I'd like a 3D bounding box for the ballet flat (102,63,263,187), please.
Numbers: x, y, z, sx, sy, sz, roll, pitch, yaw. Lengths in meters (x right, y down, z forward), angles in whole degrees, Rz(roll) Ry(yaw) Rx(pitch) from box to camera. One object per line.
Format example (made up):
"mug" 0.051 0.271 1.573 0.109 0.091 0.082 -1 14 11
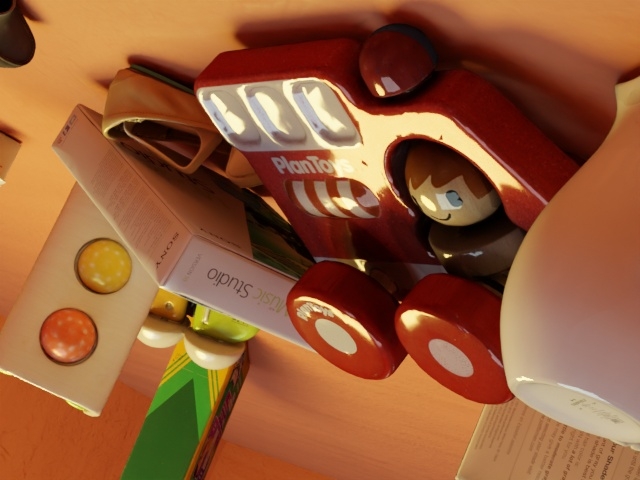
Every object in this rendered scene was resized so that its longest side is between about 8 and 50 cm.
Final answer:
"ballet flat" -0.081 -0.082 1.133 0.232 0.073 0.080 19 166 19

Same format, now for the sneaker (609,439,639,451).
"sneaker" 0.365 0.153 1.268 0.279 0.107 0.118 24 148 -11

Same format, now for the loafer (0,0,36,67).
"loafer" -0.276 -0.190 1.090 0.061 0.062 0.170 12 163 25

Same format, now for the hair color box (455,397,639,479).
"hair color box" 0.341 0.257 1.464 0.347 0.173 0.105 20 166 16

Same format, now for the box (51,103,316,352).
"box" -0.090 -0.006 1.191 0.232 0.058 0.322 26 -169 -35

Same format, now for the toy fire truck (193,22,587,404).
"toy fire truck" 0.060 -0.036 0.943 0.302 0.169 0.254 4 137 52

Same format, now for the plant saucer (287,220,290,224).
"plant saucer" 0.000 0.000 1.412 0.083 0.015 0.083 23 166 6

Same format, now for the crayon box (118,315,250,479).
"crayon box" -0.224 0.307 2.263 0.106 0.313 0.363 20 165 3

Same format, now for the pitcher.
"pitcher" 0.182 -0.004 0.725 0.126 0.207 0.178 23 164 2

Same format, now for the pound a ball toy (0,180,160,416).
"pound a ball toy" -0.272 0.035 1.362 0.208 0.319 0.136 27 165 -11

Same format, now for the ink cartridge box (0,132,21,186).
"ink cartridge box" -0.430 -0.110 1.616 0.104 0.060 0.180 31 164 -22

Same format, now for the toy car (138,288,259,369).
"toy car" -0.141 0.059 1.643 0.182 0.159 0.136 20 -160 15
